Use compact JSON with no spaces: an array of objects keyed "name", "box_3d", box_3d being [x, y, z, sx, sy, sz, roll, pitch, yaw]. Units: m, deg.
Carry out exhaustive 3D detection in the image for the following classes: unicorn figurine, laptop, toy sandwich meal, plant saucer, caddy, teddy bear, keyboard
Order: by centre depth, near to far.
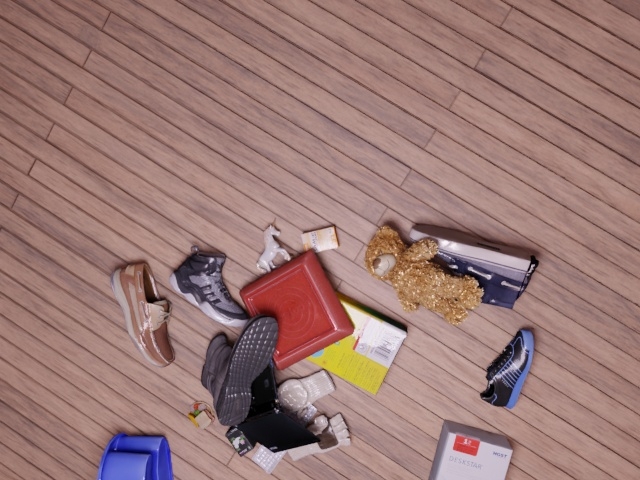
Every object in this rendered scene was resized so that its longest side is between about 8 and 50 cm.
[{"name":"teddy bear","box_3d":[0.263,0.105,1.358,0.338,0.245,0.113,43,55,-2]},{"name":"plant saucer","box_3d":[-0.077,0.198,1.401,0.258,0.047,0.259,-30,84,15]},{"name":"laptop","box_3d":[-0.142,0.463,1.453,0.234,0.136,0.265,-33,60,41]},{"name":"unicorn figurine","box_3d":[-0.136,0.033,1.463,0.111,0.060,0.162,35,98,3]},{"name":"caddy","box_3d":[-0.553,0.739,1.485,0.179,0.241,0.342,-5,93,3]},{"name":"keyboard","box_3d":[-0.109,0.583,1.527,0.072,0.014,0.256,36,98,3]},{"name":"toy sandwich meal","box_3d":[-0.366,0.534,1.548,0.085,0.029,0.086,1,95,7]}]

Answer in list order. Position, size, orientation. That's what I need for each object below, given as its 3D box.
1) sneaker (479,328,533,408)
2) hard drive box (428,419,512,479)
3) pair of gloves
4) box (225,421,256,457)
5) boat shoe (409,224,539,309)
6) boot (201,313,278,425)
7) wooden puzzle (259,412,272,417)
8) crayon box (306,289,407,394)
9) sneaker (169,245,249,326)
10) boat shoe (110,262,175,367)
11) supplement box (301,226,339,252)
[{"name":"sneaker","box_3d":[0.510,0.348,1.393,0.090,0.081,0.233,13,97,-1]},{"name":"hard drive box","box_3d":[0.411,0.650,1.427,0.180,0.089,0.233,13,96,6]},{"name":"pair of gloves","box_3d":[-0.036,0.514,1.483,0.204,0.042,0.240,-20,91,8]},{"name":"box","box_3d":[-0.235,0.588,1.519,0.052,0.062,0.083,-35,89,8]},{"name":"boat shoe","box_3d":[0.392,0.074,1.370,0.340,0.127,0.158,17,110,14]},{"name":"boot","box_3d":[-0.248,0.317,1.416,0.118,0.222,0.339,18,102,-35]},{"name":"wooden puzzle","box_3d":[-0.166,0.498,1.529,0.078,0.014,0.117,3,95,12]},{"name":"crayon box","box_3d":[0.061,0.268,1.442,0.318,0.081,0.202,27,98,7]},{"name":"sneaker","box_3d":[-0.299,0.128,1.470,0.268,0.101,0.153,34,100,6]},{"name":"boat shoe","box_3d":[-0.503,0.217,1.498,0.116,0.123,0.325,-24,93,7]},{"name":"supplement box","box_3d":[0.000,0.000,1.455,0.098,0.036,0.062,-14,92,9]}]
